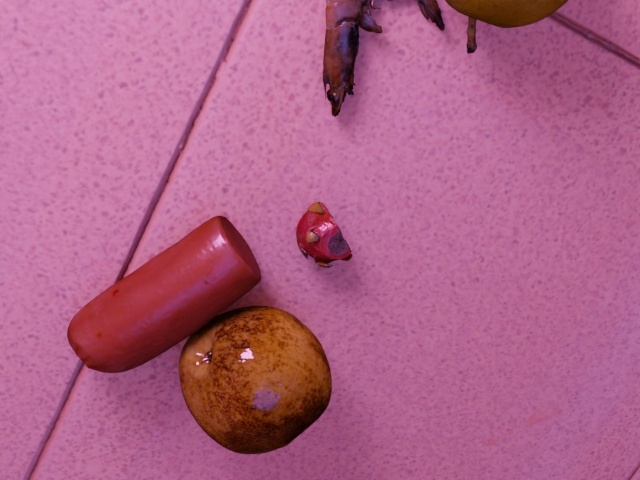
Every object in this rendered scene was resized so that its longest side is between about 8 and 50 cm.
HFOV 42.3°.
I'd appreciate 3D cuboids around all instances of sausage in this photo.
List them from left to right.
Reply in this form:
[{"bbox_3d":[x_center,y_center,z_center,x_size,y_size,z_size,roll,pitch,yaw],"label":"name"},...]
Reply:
[{"bbox_3d":[-0.201,0.079,1.051,0.259,0.113,0.113,-35,121,5],"label":"sausage"}]

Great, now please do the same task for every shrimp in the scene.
[{"bbox_3d":[0.074,-0.240,0.992,0.147,0.035,0.195,-2,117,-16],"label":"shrimp"}]

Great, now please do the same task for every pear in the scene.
[{"bbox_3d":[-0.089,0.174,1.086,0.197,0.197,0.197,-6,119,-11],"label":"pear"},{"bbox_3d":[0.197,-0.308,0.922,0.180,0.166,0.216,1,139,-30],"label":"pear"}]

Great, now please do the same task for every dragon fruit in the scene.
[{"bbox_3d":[0.000,0.000,1.088,0.060,0.056,0.083,-27,123,0],"label":"dragon fruit"}]
